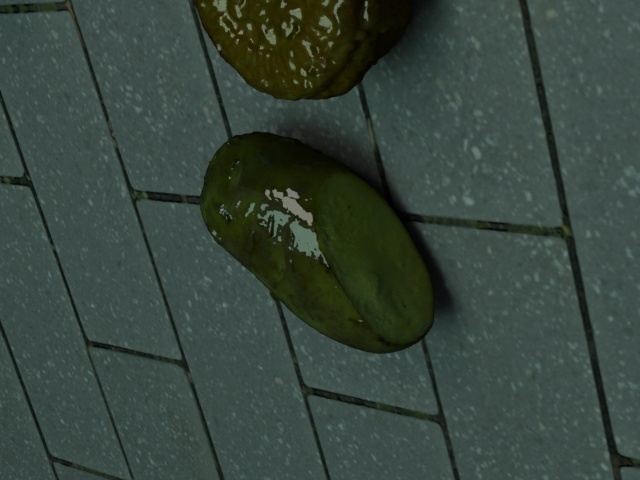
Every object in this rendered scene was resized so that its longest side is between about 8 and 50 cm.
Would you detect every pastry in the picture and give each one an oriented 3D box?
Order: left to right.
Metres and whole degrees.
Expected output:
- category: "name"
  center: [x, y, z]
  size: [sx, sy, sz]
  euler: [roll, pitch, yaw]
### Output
- category: "pastry"
  center: [-0.019, -0.252, 1.327]
  size: [0.240, 0.132, 0.235]
  euler: [38, 139, 21]

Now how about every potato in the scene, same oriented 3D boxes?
- category: "potato"
  center: [0.000, 0.000, 1.481]
  size: [0.298, 0.141, 0.176]
  euler: [39, 152, 11]
